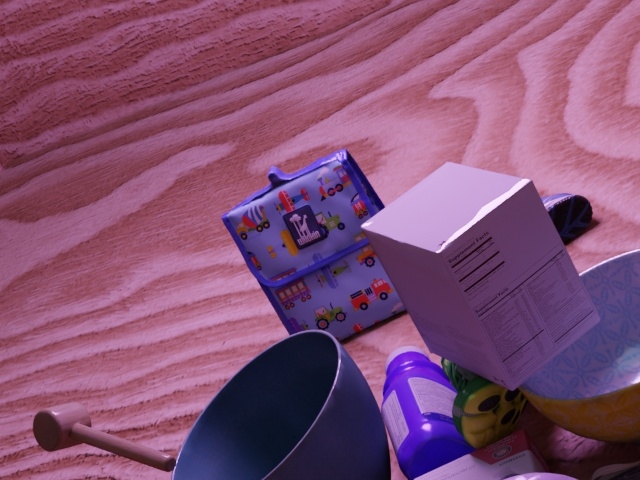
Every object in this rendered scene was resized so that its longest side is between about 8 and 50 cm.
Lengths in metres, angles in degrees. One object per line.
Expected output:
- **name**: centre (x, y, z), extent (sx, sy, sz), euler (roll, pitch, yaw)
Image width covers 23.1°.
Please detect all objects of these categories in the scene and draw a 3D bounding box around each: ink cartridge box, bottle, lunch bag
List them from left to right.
- **lunch bag**: centre (0.000, 0.000, 2.457), extent (0.221, 0.293, 0.138), euler (-27, 23, 13)
- **bottle**: centre (0.139, 0.229, 2.053), extent (0.092, 0.118, 0.283), euler (-57, 19, 15)
- **ink cartridge box**: centre (0.199, 0.337, 1.804), extent (0.158, 0.092, 0.218), euler (-27, 25, 12)

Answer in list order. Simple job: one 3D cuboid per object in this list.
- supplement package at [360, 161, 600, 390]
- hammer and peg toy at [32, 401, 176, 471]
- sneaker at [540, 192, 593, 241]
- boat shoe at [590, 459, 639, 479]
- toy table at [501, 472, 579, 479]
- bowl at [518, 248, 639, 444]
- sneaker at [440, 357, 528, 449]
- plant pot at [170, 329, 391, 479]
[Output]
- **supplement package**: centre (0.190, 0.037, 1.866), extent (0.149, 0.203, 0.194), euler (-37, 24, -16)
- **hammer and peg toy**: centre (-0.302, 0.396, 1.992), extent (0.127, 0.362, 0.266), euler (-7, 2, -44)
- **sneaker**: centre (0.310, -0.010, 2.384), extent (0.211, 0.080, 0.081), euler (-23, 17, -4)
- **boat shoe**: centre (0.373, 0.274, 1.769), extent (0.152, 0.056, 0.049), euler (-26, 27, 37)
- **toy table**: centre (0.188, 0.378, 1.581), extent (0.161, 0.252, 0.274), euler (-66, -5, -54)
- **bowl**: centre (0.387, 0.150, 1.857), extent (0.289, 0.156, 0.289), euler (-27, 23, 12)
- **sneaker**: centre (0.204, 0.182, 1.985), extent (0.123, 0.109, 0.295), euler (20, 16, 13)
- **plant pot**: centre (-0.021, 0.287, 2.012), extent (0.290, 0.195, 0.290), euler (-37, 23, 19)
